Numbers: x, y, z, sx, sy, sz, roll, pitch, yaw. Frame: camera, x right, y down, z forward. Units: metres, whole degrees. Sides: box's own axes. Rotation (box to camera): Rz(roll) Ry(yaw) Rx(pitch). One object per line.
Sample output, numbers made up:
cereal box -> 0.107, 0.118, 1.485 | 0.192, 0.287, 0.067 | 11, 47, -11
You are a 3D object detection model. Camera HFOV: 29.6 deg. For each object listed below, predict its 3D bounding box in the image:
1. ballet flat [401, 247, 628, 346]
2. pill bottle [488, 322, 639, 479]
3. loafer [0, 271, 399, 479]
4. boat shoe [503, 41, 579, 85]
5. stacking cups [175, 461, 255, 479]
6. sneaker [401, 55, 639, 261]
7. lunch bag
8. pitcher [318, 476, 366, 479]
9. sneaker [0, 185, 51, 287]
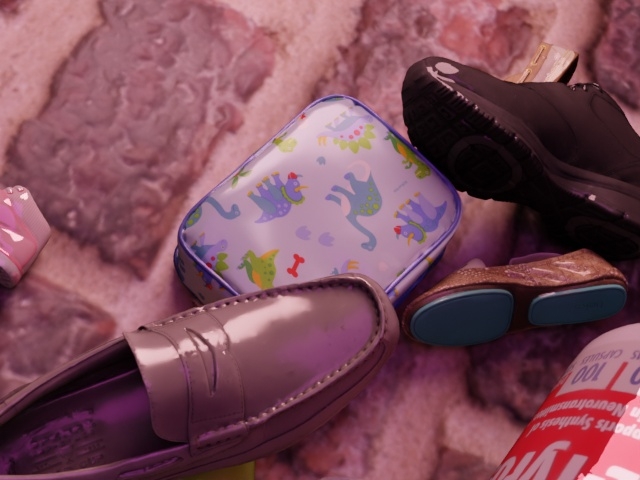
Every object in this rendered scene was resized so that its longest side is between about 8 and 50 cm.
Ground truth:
ballet flat -> 0.160, 0.045, 1.041 | 0.206, 0.073, 0.067 | -4, 39, -16
pill bottle -> 0.170, 0.261, 0.765 | 0.229, 0.229, 0.407 | 39, 59, 7
loafer -> -0.096, 0.106, 0.823 | 0.320, 0.111, 0.112 | -26, 67, -4
boat shoe -> 0.189, -0.134, 1.133 | 0.045, 0.050, 0.135 | 33, 62, 20
stacking cups -> -0.081, 0.234, 0.881 | 0.096, 0.096, 0.316 | 2, 67, -11
sneaker -> 0.191, -0.090, 1.051 | 0.286, 0.109, 0.130 | 29, 63, -26
lunch bag -> 0.000, 0.000, 1.005 | 0.176, 0.090, 0.219 | 42, 65, 10
pitcher -> 0.009, 0.267, 0.837 | 0.126, 0.177, 0.207 | 10, 64, 12
sneaker -> -0.279, -0.026, 0.983 | 0.134, 0.051, 0.070 | 37, 62, 3
